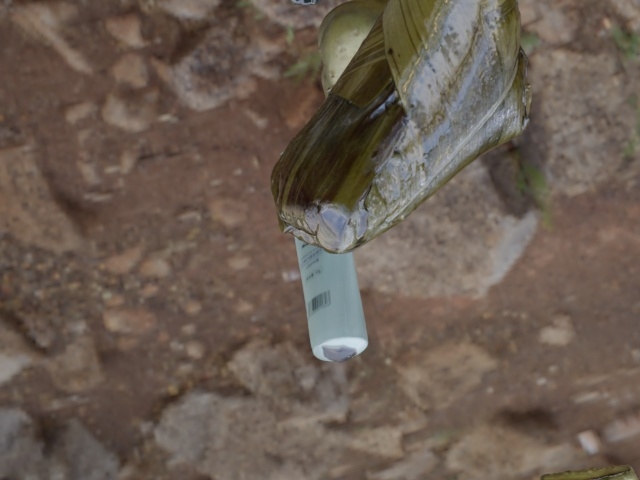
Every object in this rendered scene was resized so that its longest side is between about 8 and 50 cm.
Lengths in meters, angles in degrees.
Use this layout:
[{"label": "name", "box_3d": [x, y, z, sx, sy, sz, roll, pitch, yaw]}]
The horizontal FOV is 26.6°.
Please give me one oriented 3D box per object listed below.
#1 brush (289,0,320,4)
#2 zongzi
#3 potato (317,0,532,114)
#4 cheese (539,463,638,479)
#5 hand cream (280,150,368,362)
[{"label": "brush", "box_3d": [-0.031, -0.490, 1.884, 0.070, 0.323, 0.051, -9, -174, -31]}, {"label": "zongzi", "box_3d": [0.072, -0.149, 1.175, 0.286, 0.134, 0.288, -41, 151, -28]}, {"label": "potato", "box_3d": [0.130, -0.208, 1.739, 0.141, 0.296, 0.191, -37, 144, -52]}, {"label": "cheese", "box_3d": [0.219, 0.208, 1.105, 0.083, 0.044, 0.030, -8, -165, 12]}, {"label": "hand cream", "box_3d": [0.000, 0.000, 1.697, 0.067, 0.320, 0.109, 8, 149, -34]}]
